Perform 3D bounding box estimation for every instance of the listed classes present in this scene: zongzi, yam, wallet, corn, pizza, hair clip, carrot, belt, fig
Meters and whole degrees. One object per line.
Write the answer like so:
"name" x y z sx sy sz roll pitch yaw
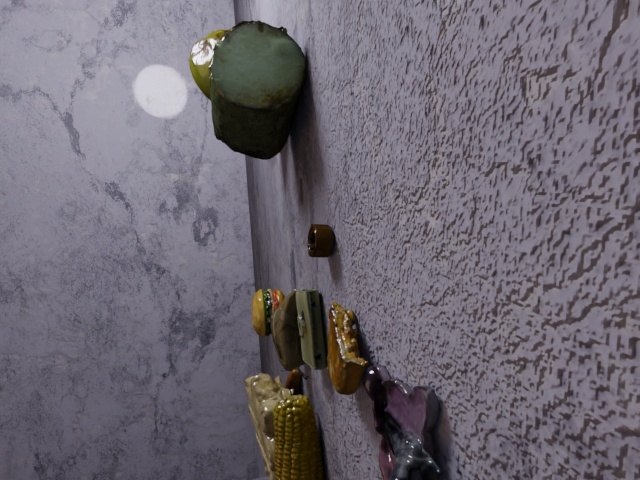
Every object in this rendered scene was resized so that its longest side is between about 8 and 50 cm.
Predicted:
"zongzi" -0.064 0.234 1.047 0.178 0.081 0.189 121 138 -53
"yam" -0.142 -0.301 0.915 0.300 0.195 0.195 138 126 -74
"wallet" -0.019 0.178 0.881 0.110 0.039 0.155 164 100 -74
"corn" -0.047 0.537 0.970 0.120 0.121 0.363 168 98 -77
"pizza" 0.035 0.155 0.612 0.178 0.041 0.130 98 169 -58
"hair clip" 0.082 0.212 0.430 0.187 0.056 0.146 93 174 -82
"carrot" -0.080 0.417 1.234 0.048 0.048 0.139 -111 22 -52
"belt" 0.000 0.000 0.736 0.083 0.036 0.059 156 115 -77
"fig" -0.281 -0.525 1.357 0.239 0.240 0.271 -124 17 -65

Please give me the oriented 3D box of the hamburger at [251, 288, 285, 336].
"hamburger" -0.166 0.234 1.388 0.162 0.115 0.162 178 90 -78

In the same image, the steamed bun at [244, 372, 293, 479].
"steamed bun" -0.111 0.491 1.156 0.292 0.137 0.295 97 156 -44
